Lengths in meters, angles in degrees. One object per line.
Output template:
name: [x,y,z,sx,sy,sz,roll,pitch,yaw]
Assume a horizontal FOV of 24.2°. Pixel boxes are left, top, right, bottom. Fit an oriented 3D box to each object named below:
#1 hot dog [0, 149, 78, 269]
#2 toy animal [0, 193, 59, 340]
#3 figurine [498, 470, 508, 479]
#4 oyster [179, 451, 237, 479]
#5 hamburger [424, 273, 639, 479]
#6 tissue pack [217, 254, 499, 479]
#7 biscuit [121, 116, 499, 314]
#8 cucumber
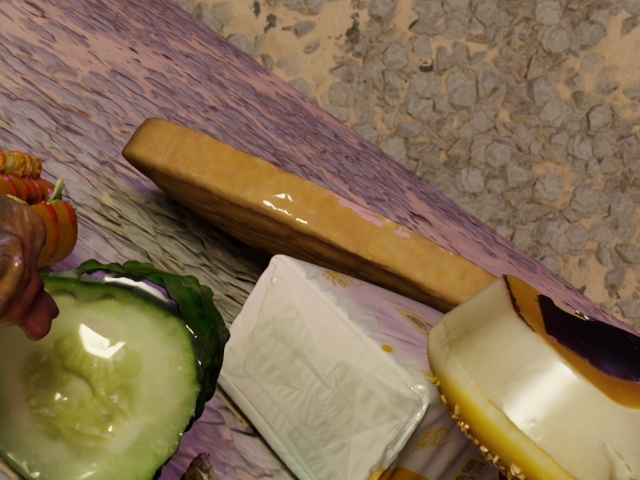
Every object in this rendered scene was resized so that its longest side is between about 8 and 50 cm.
hot dog: [-0.230,-0.022,1.012,0.104,0.076,0.250,37,14,9]
toy animal: [-0.255,0.007,0.646,0.312,0.157,0.097,27,14,-41]
figurine: [0.199,0.241,0.975,0.287,0.186,0.176,34,4,33]
oyster: [-0.065,0.156,0.900,0.051,0.034,0.093,51,-1,-6]
hamburger: [0.149,0.106,0.952,0.173,0.116,0.210,27,13,-8]
tissue pack: [0.057,0.124,1.133,0.185,0.124,0.225,42,12,38]
biscuit: [-0.001,0.002,1.377,0.385,0.062,0.365,25,-4,2]
cucumber: [-0.114,0.070,0.899,0.134,0.134,0.244,37,5,2]
